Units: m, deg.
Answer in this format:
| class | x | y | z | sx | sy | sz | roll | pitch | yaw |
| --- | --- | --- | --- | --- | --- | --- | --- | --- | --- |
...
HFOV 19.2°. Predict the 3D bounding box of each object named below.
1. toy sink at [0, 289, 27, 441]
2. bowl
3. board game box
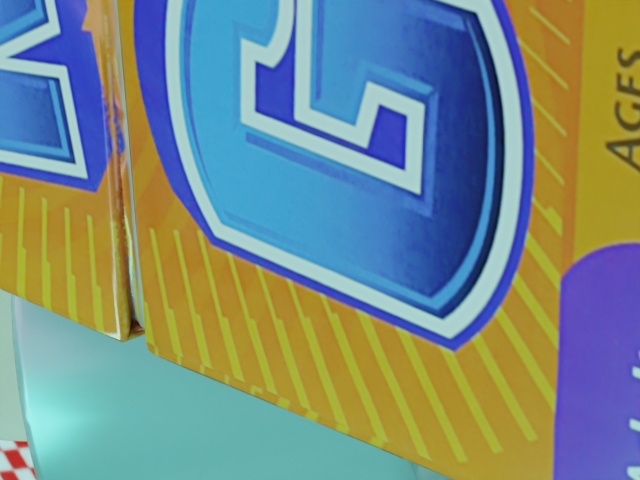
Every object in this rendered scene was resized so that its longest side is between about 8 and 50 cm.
| class | x | y | z | sx | sy | sz | roll | pitch | yaw |
| --- | --- | --- | --- | --- | --- | --- | --- | --- | --- |
| toy sink | -0.133 | -0.021 | 0.998 | 0.152 | 0.131 | 0.234 | -3 | 124 | 36 |
| bowl | 0.000 | 0.000 | 0.830 | 0.163 | 0.311 | 0.312 | 4 | 124 | 14 |
| board game box | 0.059 | -0.193 | 0.526 | 0.356 | 0.356 | 0.357 | 19 | 124 | 34 |
